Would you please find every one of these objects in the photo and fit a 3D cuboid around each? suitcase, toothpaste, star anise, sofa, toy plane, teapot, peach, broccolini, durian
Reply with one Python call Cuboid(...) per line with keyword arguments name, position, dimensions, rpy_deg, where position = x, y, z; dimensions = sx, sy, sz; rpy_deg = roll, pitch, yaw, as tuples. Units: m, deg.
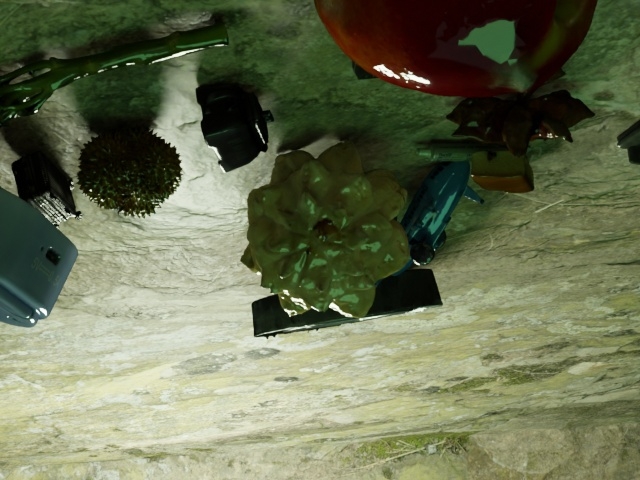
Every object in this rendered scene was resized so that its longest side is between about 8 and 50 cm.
Cuboid(name="suitcase", position=(-0.431, -0.080, 1.641), dimensions=(0.059, 0.086, 0.126), rpy_deg=(-23, 154, 2))
Cuboid(name="toothpaste", position=(0.250, -0.144, 1.712), dimensions=(0.197, 0.029, 0.048), rpy_deg=(-1, 160, -16))
Cuboid(name="star anise", position=(0.288, -0.179, 1.549), dimensions=(0.212, 0.111, 0.196), rpy_deg=(-25, -169, -36))
Cuboid(name="sofa", position=(0.559, -0.169, 1.684), dimensions=(0.085, 0.060, 0.147), rpy_deg=(8, 152, -26))
Cuboid(name="toy plane", position=(0.181, -0.032, 1.799), dimensions=(0.271, 0.105, 0.254), rpy_deg=(-49, 178, 30))
Cuboid(name="teapot", position=(-0.116, -0.170, 1.514), dimensions=(0.096, 0.087, 0.177), rpy_deg=(-13, 155, 6))
Cuboid(name="peach", position=(0.145, -0.300, 1.200), dimensions=(0.338, 0.281, 0.281), rpy_deg=(21, 173, 36))
Cuboid(name="broccolini", position=(-0.302, -0.222, 1.400), dimensions=(0.392, 0.074, 0.079), rpy_deg=(-11, 114, 9))
Cuboid(name="durian", position=(-0.289, -0.103, 1.576), dimensions=(0.158, 0.137, 0.168), rpy_deg=(20, 164, -9))

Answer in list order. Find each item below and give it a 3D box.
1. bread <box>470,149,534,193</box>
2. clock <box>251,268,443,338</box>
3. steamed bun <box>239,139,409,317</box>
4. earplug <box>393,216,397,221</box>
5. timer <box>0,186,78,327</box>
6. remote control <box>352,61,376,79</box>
Cuboid(name="bread", position=(0.300, -0.110, 1.706), dimensions=(0.088, 0.049, 0.226), rpy_deg=(-2, 175, 14))
Cuboid(name="clock", position=(0.050, 0.126, 2.069), dimensions=(0.386, 0.076, 0.386), rpy_deg=(-10, 173, -1))
Cuboid(name="steamed bun", position=(0.000, 0.000, 1.654), dimensions=(0.295, 0.292, 0.137), rpy_deg=(-15, -169, 12))
Cuboid(name="earplug", position=(0.025, -0.003, 1.864), dimensions=(0.132, 0.132, 0.273), rpy_deg=(3, 158, -19))
Cuboid(name="timer", position=(-0.547, -0.009, 1.577), dimensions=(0.395, 0.173, 0.395), rpy_deg=(20, 163, 6))
Cuboid(name="remote control", position=(0.149, -0.257, 1.447), dimensions=(0.212, 0.028, 0.059), rpy_deg=(-7, 159, 5))
